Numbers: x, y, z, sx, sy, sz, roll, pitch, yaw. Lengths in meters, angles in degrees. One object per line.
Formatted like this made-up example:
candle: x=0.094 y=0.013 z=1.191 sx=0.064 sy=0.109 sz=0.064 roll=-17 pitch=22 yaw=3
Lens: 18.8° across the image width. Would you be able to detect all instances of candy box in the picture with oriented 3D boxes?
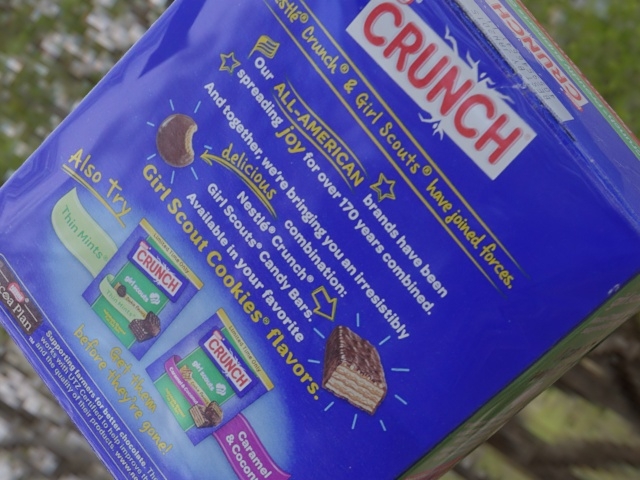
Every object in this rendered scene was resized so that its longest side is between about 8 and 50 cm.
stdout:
candy box: x=0.000 y=0.000 z=1.028 sx=0.317 sy=0.268 sz=0.122 roll=-43 pitch=-13 yaw=24
